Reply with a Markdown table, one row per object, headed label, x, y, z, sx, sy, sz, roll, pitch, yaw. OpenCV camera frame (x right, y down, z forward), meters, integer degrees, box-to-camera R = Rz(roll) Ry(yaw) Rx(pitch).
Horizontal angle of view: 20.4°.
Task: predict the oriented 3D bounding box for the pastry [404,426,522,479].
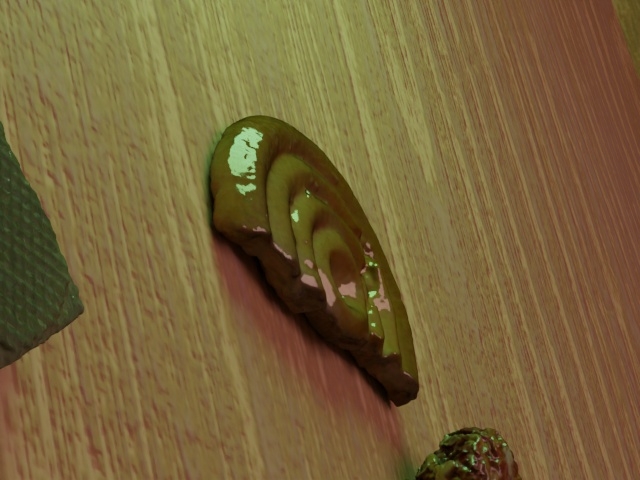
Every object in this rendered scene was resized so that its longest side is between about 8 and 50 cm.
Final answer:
| label | x | y | z | sx | sy | sz | roll | pitch | yaw |
| --- | --- | --- | --- | --- | --- | --- | --- | --- | --- |
| pastry | 0.107 | 0.185 | 1.094 | 0.169 | 0.063 | 0.087 | 63 | 27 | -29 |

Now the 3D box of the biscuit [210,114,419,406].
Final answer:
| label | x | y | z | sx | sy | sz | roll | pitch | yaw |
| --- | --- | --- | --- | --- | --- | --- | --- | --- | --- |
| biscuit | 0.001 | 0.000 | 1.051 | 0.224 | 0.033 | 0.144 | 49 | 26 | -46 |

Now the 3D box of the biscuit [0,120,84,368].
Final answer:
| label | x | y | z | sx | sy | sz | roll | pitch | yaw |
| --- | --- | --- | --- | --- | --- | --- | --- | --- | --- |
| biscuit | -0.150 | 0.002 | 0.612 | 0.121 | 0.041 | 0.199 | 63 | 19 | -6 |
